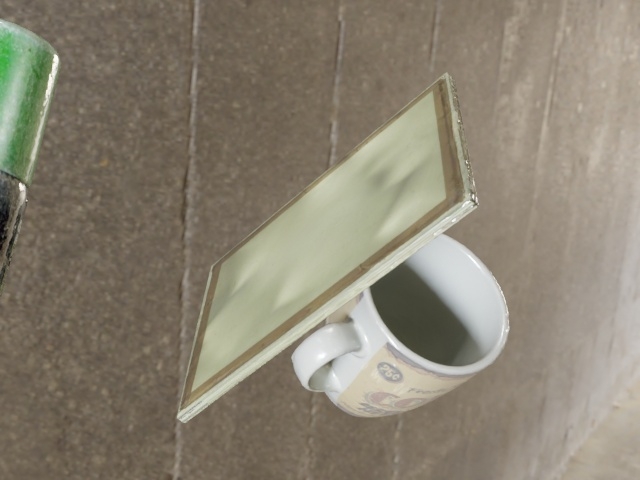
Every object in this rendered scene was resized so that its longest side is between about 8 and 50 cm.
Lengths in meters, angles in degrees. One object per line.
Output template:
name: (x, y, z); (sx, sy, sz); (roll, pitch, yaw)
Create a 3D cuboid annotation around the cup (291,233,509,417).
cup: (0.077, 0.152, 1.379); (0.301, 0.227, 0.257); (-14, 152, -37)

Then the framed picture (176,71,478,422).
framed picture: (0.000, 0.000, 0.622); (0.010, 0.231, 0.173); (42, 26, -21)

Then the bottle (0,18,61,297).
bottle: (-0.249, 0.020, 0.632); (0.093, 0.093, 0.330); (36, 62, -59)
